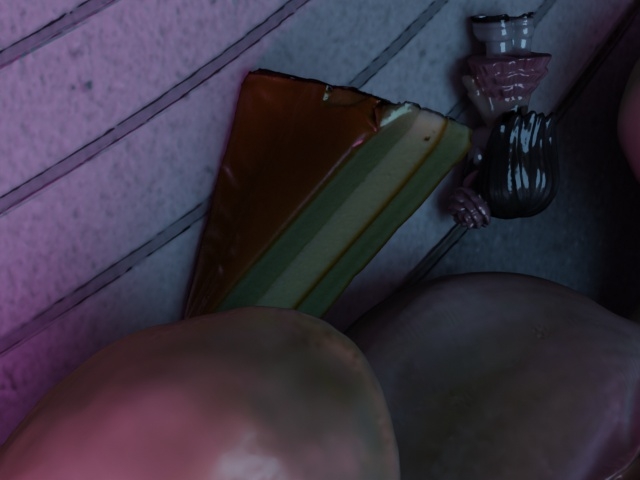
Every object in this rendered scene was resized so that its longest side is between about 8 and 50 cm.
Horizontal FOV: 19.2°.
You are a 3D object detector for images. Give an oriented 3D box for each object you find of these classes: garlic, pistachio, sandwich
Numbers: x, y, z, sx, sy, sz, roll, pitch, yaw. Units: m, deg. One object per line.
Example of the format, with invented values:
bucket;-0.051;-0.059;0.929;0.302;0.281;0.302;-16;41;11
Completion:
garlic;0.143;0.125;1.076;0.340;0.246;0.231;-14;109;-6
pistachio;-0.071;0.181;0.900;0.230;0.230;0.309;34;78;-42
sandwich;0.000;0.000;1.009;0.079;0.113;0.163;16;89;-44

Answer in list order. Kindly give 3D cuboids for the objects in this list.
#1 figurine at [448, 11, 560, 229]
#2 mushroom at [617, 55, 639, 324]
figurine;0.111;-0.072;1.137;0.072;0.054;0.129;-10;105;-37
mushroom;0.300;0.010;1.209;0.314;0.314;0.336;13;111;-44
